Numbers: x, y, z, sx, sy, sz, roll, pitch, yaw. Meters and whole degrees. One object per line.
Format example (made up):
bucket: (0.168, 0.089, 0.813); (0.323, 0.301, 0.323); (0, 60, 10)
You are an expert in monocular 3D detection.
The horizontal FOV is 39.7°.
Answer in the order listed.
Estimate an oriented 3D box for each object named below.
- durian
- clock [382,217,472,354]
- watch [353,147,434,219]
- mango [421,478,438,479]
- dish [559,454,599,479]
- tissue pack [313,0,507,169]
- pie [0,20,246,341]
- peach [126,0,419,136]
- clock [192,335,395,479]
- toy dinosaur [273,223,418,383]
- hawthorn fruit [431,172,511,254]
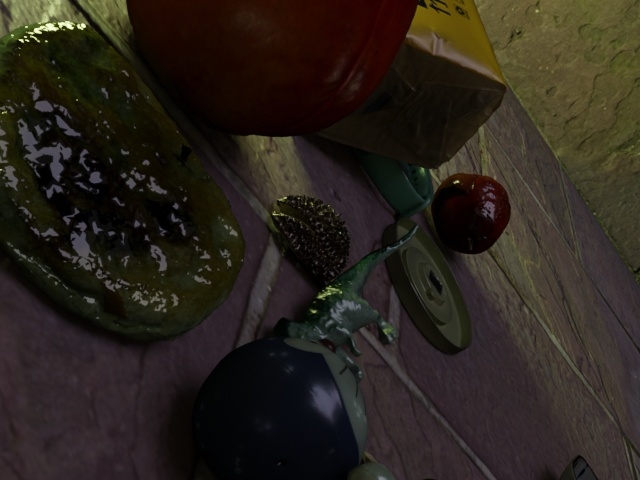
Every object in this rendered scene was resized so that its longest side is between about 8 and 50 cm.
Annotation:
durian: (0.000, 0.000, 1.112); (0.140, 0.071, 0.110); (65, 24, -2)
clock: (0.177, 0.071, 1.428); (0.235, 0.029, 0.235); (45, 29, -33)
watch: (0.122, -0.143, 1.519); (0.195, 0.068, 0.237); (42, 26, -41)
mango: (0.178, 0.373, 0.998); (0.267, 0.111, 0.133); (50, 27, -17)
dish: (0.436, 0.456, 1.473); (0.191, 0.066, 0.191); (48, 25, -31)
tissue pack: (0.091, -0.338, 1.396); (0.293, 0.228, 0.382); (15, 47, -28)
pie: (-0.191, -0.057, 0.798); (0.323, 0.070, 0.323); (42, 31, -33)
peach: (-0.039, -0.303, 1.012); (0.370, 0.370, 0.370); (44, 29, -33)
clock: (-0.008, 0.197, 0.770); (0.146, 0.199, 0.243); (-34, 99, -28)
toy dinosaur: (0.052, 0.097, 1.090); (0.383, 0.076, 0.129); (-36, 109, -62)
hawthorn fruit: (0.271, -0.041, 1.609); (0.148, 0.148, 0.172); (44, 41, -33)
